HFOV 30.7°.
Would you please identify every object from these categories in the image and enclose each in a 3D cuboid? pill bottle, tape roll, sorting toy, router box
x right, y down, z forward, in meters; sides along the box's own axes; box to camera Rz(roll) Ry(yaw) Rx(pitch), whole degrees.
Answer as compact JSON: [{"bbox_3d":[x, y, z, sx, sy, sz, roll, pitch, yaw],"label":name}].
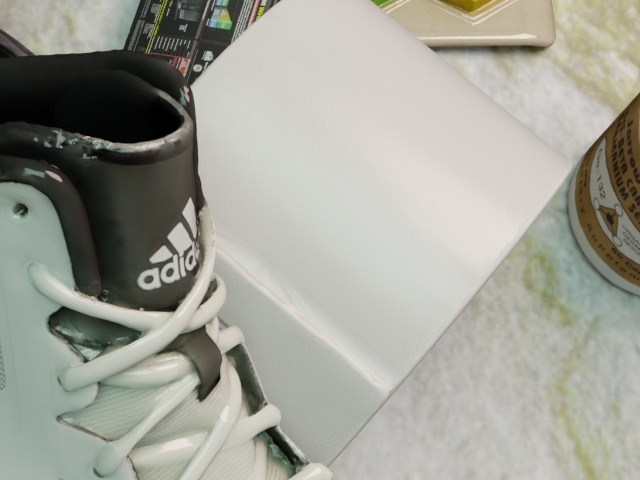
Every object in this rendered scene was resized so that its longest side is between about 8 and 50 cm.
[{"bbox_3d":[0.250,-0.053,0.719,0.131,0.229,0.131,2,71,-7],"label":"pill bottle"},{"bbox_3d":[0.000,0.000,0.658,0.169,0.246,0.246,40,71,5],"label":"tape roll"},{"bbox_3d":[0.067,-0.232,0.852,0.208,0.038,0.193,0,72,-9],"label":"sorting toy"},{"bbox_3d":[-0.081,-0.126,0.783,0.092,0.038,0.123,11,71,14],"label":"router box"}]

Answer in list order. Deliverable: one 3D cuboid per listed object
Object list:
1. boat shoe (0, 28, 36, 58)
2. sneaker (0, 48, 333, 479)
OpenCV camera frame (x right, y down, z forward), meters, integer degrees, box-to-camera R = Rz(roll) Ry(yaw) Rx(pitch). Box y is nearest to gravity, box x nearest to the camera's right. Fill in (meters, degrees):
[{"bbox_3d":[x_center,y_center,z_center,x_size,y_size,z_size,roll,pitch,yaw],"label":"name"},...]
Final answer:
[{"bbox_3d":[-0.275,-0.123,0.736,0.285,0.092,0.103,25,70,0],"label":"boat shoe"},{"bbox_3d":[-0.069,0.093,0.481,0.447,0.257,0.169,37,44,9],"label":"sneaker"}]
